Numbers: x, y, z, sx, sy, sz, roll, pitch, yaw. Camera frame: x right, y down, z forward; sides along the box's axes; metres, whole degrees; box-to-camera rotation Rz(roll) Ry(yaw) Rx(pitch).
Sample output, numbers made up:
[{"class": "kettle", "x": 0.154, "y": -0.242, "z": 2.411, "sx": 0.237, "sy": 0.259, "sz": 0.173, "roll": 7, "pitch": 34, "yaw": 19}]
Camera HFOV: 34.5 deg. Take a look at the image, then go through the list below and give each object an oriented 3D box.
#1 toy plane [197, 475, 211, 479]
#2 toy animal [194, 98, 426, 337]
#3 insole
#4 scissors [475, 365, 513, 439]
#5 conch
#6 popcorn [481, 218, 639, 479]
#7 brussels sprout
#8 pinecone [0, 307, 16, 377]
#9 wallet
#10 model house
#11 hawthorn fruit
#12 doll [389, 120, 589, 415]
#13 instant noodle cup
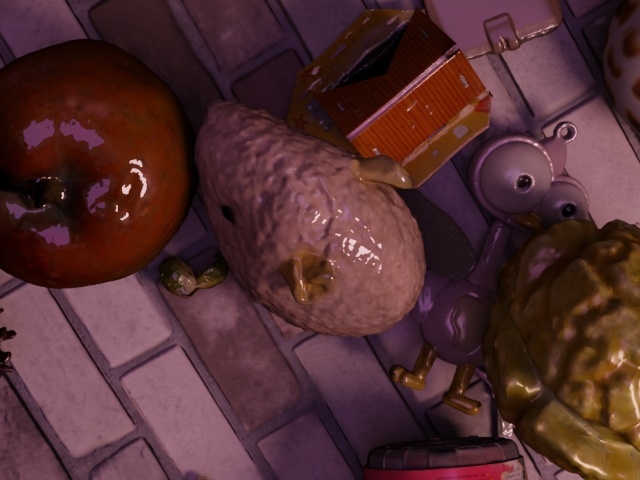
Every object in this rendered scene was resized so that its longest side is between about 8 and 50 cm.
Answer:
[{"class": "toy plane", "x": -0.171, "y": 0.341, "z": 1.270, "sx": 0.049, "sy": 0.031, "sz": 0.120, "roll": 27, "pitch": 96, "yaw": -12}, {"class": "toy animal", "x": 0.004, "y": 0.004, "z": 1.121, "sx": 0.188, "sy": 0.226, "sz": 0.358, "roll": -54, "pitch": 134, "yaw": -11}, {"class": "insole", "x": 0.112, "y": -0.027, "z": 1.204, "sx": 0.063, "sy": 0.010, "sz": 0.192, "roll": -45, "pitch": 64, "yaw": 15}, {"class": "scissors", "x": 0.231, "y": 0.208, "z": 1.285, "sx": 0.110, "sy": 0.021, "sz": 0.212, "roll": 2, "pitch": 95, "yaw": -1}, {"class": "conch", "x": 0.411, "y": -0.228, "z": 1.187, "sx": 0.149, "sy": 0.183, "sz": 0.275, "roll": 22, "pitch": 87, "yaw": 36}, {"class": "popcorn", "x": 0.317, "y": 0.119, "z": 1.110, "sx": 0.282, "sy": 0.247, "sz": 0.282, "roll": -13, "pitch": 120, "yaw": -24}, {"class": "brussels sprout", "x": -0.150, "y": 0.041, "z": 1.228, "sx": 0.083, "sy": 0.046, "sz": 0.051, "roll": -5, "pitch": 103, "yaw": -4}, {"class": "pinecone", "x": -0.427, "y": 0.112, "z": 1.170, "sx": 0.165, "sy": 0.163, "sz": 0.163, "roll": 40, "pitch": 93, "yaw": -20}, {"class": "wallet", "x": 0.201, "y": -0.278, "z": 1.220, "sx": 0.153, "sy": 0.039, "sz": 0.118, "roll": -18, "pitch": 96, "yaw": 2}, {"class": "model house", "x": 0.063, "y": -0.159, "z": 1.149, "sx": 0.219, "sy": 0.136, "sz": 0.207, "roll": -38, "pitch": 83, "yaw": 5}, {"class": "hawthorn fruit", "x": -0.260, "y": -0.079, "z": 1.080, "sx": 0.268, "sy": 0.301, "sz": 0.267, "roll": -1, "pitch": 101, "yaw": -5}, {"class": "doll", "x": 0.208, "y": 0.020, "z": 1.226, "sx": 0.160, "sy": 0.094, "sz": 0.365, "roll": 26, "pitch": 94, "yaw": -9}, {"class": "instant noodle cup", "x": 0.148, "y": 0.323, "z": 1.196, "sx": 0.303, "sy": 0.258, "sz": 0.181, "roll": -2, "pitch": 83, "yaw": -16}]
